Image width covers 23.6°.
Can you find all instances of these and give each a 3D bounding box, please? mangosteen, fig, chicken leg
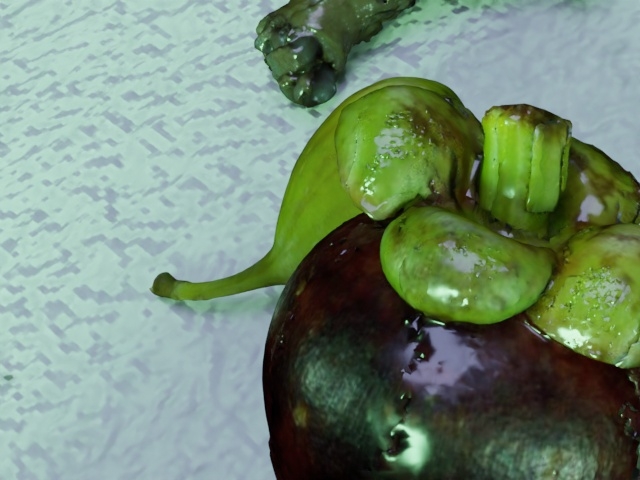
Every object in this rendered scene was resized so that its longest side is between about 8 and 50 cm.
[{"bbox_3d":[0.062,0.037,0.530,0.166,0.180,0.166,1,32,-1],"label":"mangosteen"},{"bbox_3d":[0.011,-0.004,0.665,0.166,0.093,0.093,-40,41,40],"label":"fig"},{"bbox_3d":[0.050,-0.152,0.738,0.196,0.080,0.125,-23,65,1],"label":"chicken leg"}]
